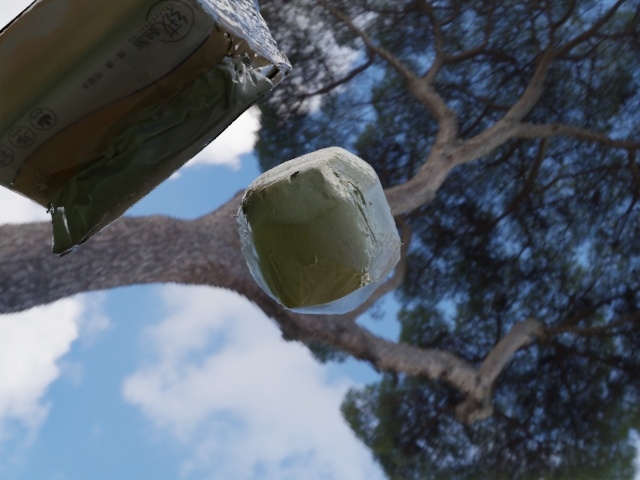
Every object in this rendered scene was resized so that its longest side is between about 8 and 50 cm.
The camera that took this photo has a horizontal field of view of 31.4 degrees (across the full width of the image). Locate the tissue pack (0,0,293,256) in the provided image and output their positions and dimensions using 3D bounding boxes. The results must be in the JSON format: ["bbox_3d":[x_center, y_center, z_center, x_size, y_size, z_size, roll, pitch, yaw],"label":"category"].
[{"bbox_3d":[-0.202,-0.146,1.195,0.305,0.238,0.238,-36,-88,14],"label":"tissue pack"}]

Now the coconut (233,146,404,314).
[{"bbox_3d":[0.001,0.000,1.134,0.161,0.161,0.162,-17,-76,30],"label":"coconut"}]
